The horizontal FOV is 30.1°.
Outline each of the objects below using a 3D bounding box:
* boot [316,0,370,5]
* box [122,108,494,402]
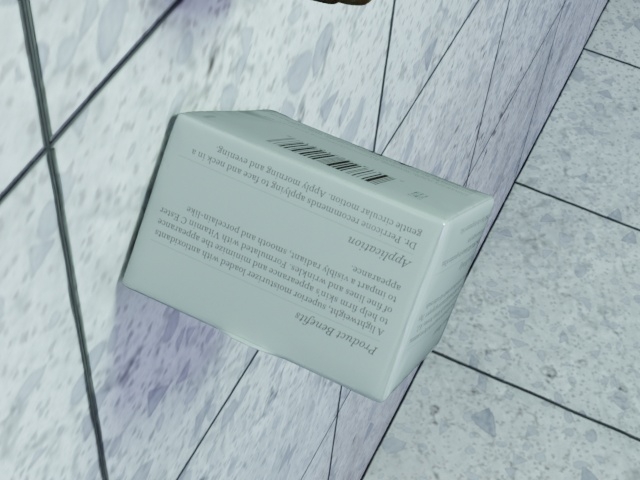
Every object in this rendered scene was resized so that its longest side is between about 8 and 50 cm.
[{"bbox_3d":[-0.011,-0.242,0.571,0.283,0.109,0.220,28,74,-79],"label":"boot"},{"bbox_3d":[0.000,0.000,0.779,0.119,0.180,0.182,-70,167,12],"label":"box"}]
